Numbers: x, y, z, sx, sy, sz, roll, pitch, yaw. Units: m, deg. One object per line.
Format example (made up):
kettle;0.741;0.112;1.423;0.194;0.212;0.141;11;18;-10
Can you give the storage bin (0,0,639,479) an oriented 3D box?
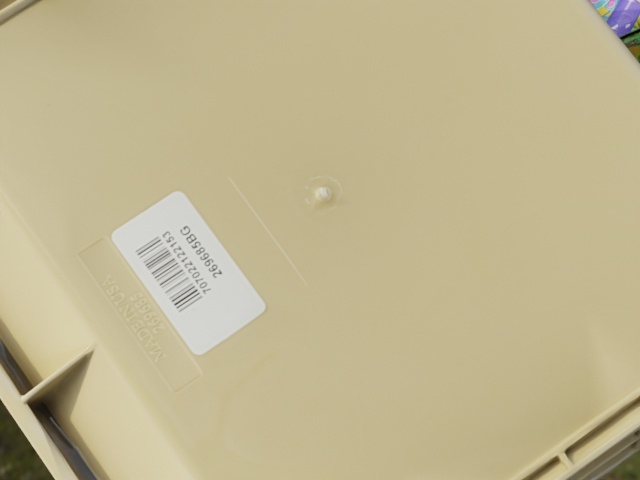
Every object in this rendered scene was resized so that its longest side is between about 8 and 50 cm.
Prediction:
storage bin;0.000;0.000;0.690;0.260;0.123;0.262;-34;78;-10

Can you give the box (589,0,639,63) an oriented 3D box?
box;0.256;-0.210;0.898;0.177;0.290;0.279;29;50;-44
